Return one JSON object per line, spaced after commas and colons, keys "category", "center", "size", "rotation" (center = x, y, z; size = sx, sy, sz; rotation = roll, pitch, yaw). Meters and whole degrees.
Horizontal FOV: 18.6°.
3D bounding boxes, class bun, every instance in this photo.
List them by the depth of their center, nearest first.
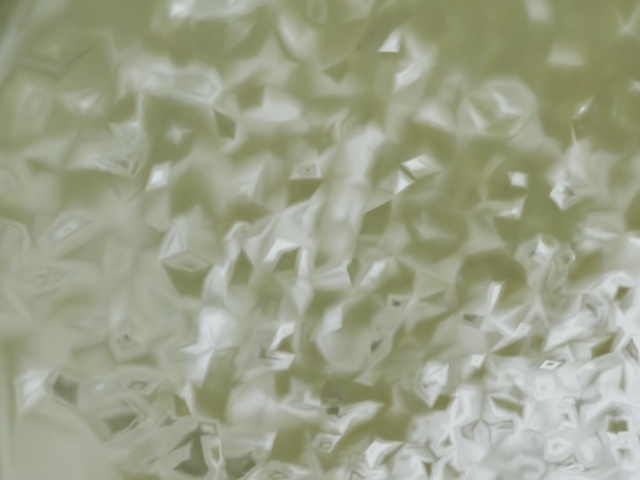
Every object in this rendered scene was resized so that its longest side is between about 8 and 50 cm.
{"category": "bun", "center": [0.000, 0.000, 0.429], "size": [0.293, 0.293, 0.187], "rotation": [-61, -153, 7]}
